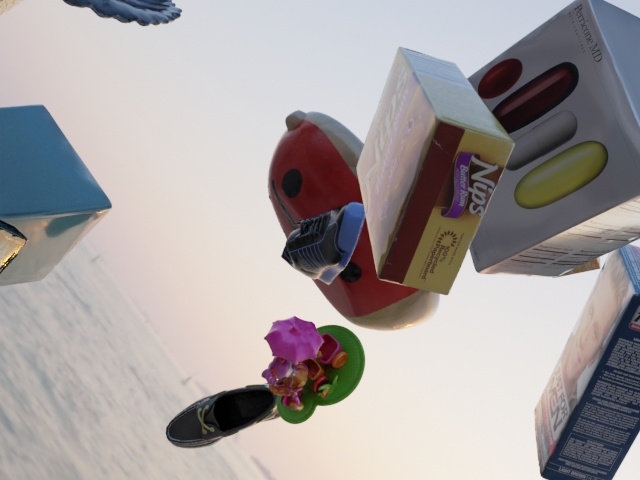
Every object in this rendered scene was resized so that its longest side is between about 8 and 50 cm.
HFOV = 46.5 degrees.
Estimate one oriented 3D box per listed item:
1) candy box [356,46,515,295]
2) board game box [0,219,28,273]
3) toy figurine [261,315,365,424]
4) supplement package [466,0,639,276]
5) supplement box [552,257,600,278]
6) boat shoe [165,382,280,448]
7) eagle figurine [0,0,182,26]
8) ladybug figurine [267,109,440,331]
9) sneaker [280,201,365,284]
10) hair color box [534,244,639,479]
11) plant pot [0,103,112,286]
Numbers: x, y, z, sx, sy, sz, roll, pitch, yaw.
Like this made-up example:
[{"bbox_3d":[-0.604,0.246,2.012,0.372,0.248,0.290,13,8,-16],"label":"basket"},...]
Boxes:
[{"bbox_3d":[0.069,-0.057,0.520,0.187,0.053,0.109,-91,-162,-64],"label":"candy box"},{"bbox_3d":[-0.345,0.020,0.643,0.026,0.126,0.186,40,-6,12],"label":"board game box"},{"bbox_3d":[-0.037,0.179,1.096,0.130,0.173,0.159,39,-3,36],"label":"toy figurine"},{"bbox_3d":[0.245,-0.090,0.736,0.203,0.149,0.194,-33,-117,43],"label":"supplement package"},{"bbox_3d":[0.513,0.036,1.521,0.098,0.036,0.062,-15,-58,29],"label":"supplement box"},{"bbox_3d":[-0.166,0.292,1.259,0.069,0.227,0.081,47,23,-69],"label":"boat shoe"},{"bbox_3d":[-0.242,-0.276,0.676,0.225,0.298,0.226,20,-28,-28],"label":"eagle figurine"},{"bbox_3d":[0.042,-0.018,1.322,0.449,0.162,0.305,59,-21,-11],"label":"ladybug figurine"},{"bbox_3d":[0.000,0.000,1.091,0.090,0.081,0.232,22,-26,-4],"label":"sneaker"},{"bbox_3d":[0.437,0.195,1.131,0.105,0.174,0.347,17,-63,3],"label":"hair color box"},{"bbox_3d":[-0.402,-0.041,0.842,0.166,0.165,0.234,53,24,7],"label":"plant pot"}]
